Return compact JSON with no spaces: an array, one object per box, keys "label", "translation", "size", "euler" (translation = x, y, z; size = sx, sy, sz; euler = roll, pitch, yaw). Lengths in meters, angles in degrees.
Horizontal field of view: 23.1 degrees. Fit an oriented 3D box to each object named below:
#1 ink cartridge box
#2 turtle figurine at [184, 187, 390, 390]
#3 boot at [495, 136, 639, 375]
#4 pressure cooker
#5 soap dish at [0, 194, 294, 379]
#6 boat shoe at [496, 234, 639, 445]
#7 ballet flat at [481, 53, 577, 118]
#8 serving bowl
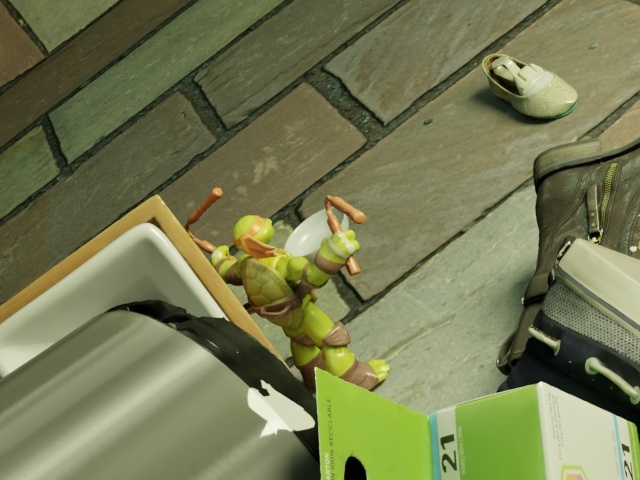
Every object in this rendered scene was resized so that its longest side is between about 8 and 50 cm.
[{"label":"ink cartridge box","translation":[0.112,0.187,0.996],"size":[0.097,0.255,0.189],"euler":[-20,60,32]},{"label":"turtle figurine","translation":[-0.021,0.053,1.493],"size":[0.269,0.217,0.087],"euler":[-6,34,48]},{"label":"boot","translation":[0.280,0.012,1.330],"size":[0.263,0.091,0.229],"euler":[-14,50,30]},{"label":"pressure cooker","translation":[-0.181,0.287,1.063],"size":[0.420,0.370,0.375],"euler":[-35,38,-30]},{"label":"soap dish","translation":[-0.157,0.134,1.487],"size":[0.229,0.291,0.118],"euler":[-36,5,5]},{"label":"boat shoe","translation":[0.265,0.137,1.139],"size":[0.340,0.127,0.158],"euler":[44,111,54]},{"label":"ballet flat","translation":[0.227,-0.176,1.758],"size":[0.057,0.052,0.168],"euler":[-41,26,-8]},{"label":"serving bowl","translation":[0.000,0.000,1.783],"size":[0.083,0.027,0.083],"euler":[-29,26,16]}]
